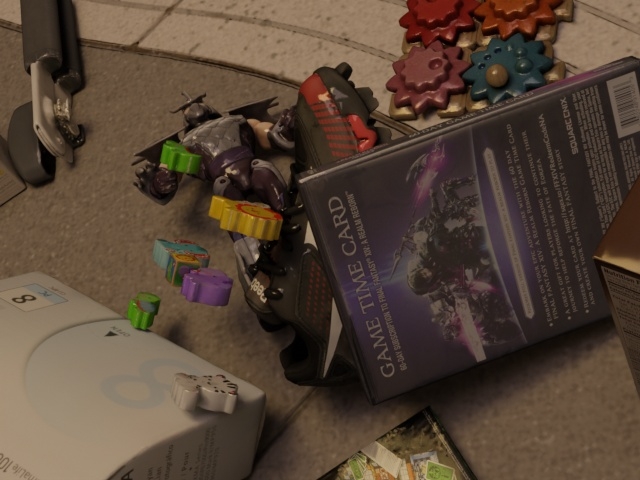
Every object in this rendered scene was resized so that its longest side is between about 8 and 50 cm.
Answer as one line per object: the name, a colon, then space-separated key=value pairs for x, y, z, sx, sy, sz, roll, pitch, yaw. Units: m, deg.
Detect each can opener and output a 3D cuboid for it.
can opener: x=-0.322 y=-0.196 z=1.296 sx=0.093 sy=0.074 sz=0.280 roll=-19 pitch=54 yaw=13

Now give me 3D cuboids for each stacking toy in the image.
stacking toy: x=-0.103 y=0.024 z=0.947 sx=0.221 sy=0.052 sz=0.167 roll=41 pitch=119 yaw=60

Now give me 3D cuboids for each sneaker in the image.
sneaker: x=0.000 y=0.000 z=0.908 sx=0.135 sy=0.276 sz=0.097 roll=-11 pitch=18 yaw=-9

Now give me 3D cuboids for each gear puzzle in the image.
gear puzzle: x=0.168 y=-0.273 z=1.145 sx=0.175 sy=0.044 sz=0.339 roll=-1 pitch=60 yaw=24

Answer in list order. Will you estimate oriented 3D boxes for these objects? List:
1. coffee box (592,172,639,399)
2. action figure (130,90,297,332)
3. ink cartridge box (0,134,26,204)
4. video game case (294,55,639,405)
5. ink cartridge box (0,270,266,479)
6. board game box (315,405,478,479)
coffee box: x=0.279 y=0.030 z=0.776 sx=0.098 sy=0.246 sz=0.141 roll=22 pitch=70 yaw=33
action figure: x=-0.072 y=-0.056 z=1.078 sx=0.185 sy=0.099 sz=0.285 roll=-31 pitch=55 yaw=-5
ink cartridge box: x=-0.407 y=-0.098 z=1.228 sx=0.092 sy=0.143 sz=0.090 roll=-34 pitch=52 yaw=1
video game case: x=0.138 y=-0.005 z=0.871 sx=0.274 sy=0.196 sz=0.026 roll=-19 pitch=20 yaw=-4
ink cartridge box: x=-0.283 y=0.146 z=0.901 sx=0.308 sy=0.385 sz=0.091 roll=24 pitch=113 yaw=33
board game box: x=0.092 y=0.262 z=0.851 sx=0.136 sy=0.030 sz=0.260 roll=-32 pitch=52 yaw=0
